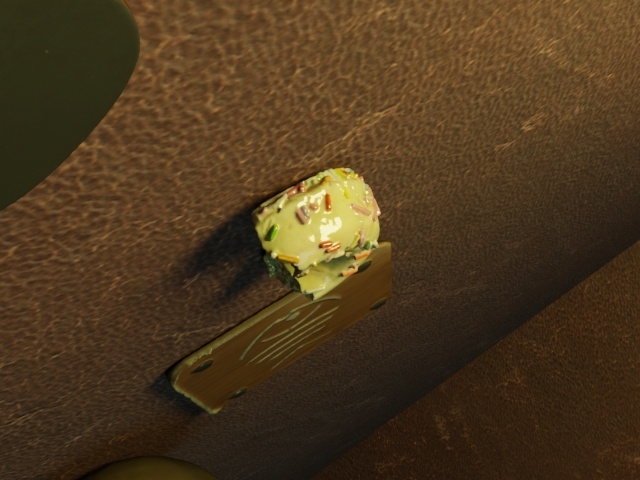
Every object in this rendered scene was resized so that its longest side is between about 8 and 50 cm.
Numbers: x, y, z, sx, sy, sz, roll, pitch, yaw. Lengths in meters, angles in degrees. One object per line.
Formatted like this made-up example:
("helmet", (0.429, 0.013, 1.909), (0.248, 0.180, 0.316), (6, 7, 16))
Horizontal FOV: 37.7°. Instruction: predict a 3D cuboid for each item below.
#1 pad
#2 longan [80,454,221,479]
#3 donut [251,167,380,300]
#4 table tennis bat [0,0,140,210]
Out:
("pad", (-0.036, 0.109, 1.116), (0.286, 0.018, 0.284), (-33, 163, -6))
("longan", (-0.243, 0.449, 1.188), (0.360, 0.361, 0.361), (-30, 163, -10))
("donut", (0.003, -0.003, 0.781), (0.108, 0.065, 0.166), (-31, 163, -7))
("table tennis bat", (-0.194, -0.027, 0.439), (0.274, 0.021, 0.154), (-41, 161, 19))
